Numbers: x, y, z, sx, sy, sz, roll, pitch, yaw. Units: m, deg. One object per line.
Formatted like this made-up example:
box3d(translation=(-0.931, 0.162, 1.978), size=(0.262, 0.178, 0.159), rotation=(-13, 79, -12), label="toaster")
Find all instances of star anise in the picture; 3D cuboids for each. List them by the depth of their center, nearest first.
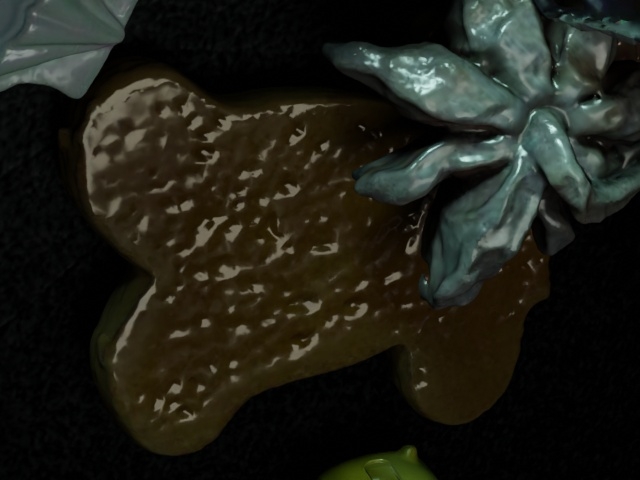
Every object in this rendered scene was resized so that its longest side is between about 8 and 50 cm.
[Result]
box3d(translation=(0.162, -0.110, 1.323), size=(0.316, 0.139, 0.359), rotation=(18, 93, -25), label="star anise")

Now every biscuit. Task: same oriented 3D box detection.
box3d(translation=(0.000, 0.000, 1.428), size=(0.394, 0.076, 0.368), rotation=(-14, 118, -18), label="biscuit")

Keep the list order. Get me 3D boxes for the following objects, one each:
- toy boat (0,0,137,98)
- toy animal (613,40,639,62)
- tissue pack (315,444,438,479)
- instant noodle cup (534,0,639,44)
box3d(translation=(-0.260, -0.191, 1.171), size=(0.290, 0.100, 0.199), rotation=(23, 108, -34), label="toy boat")
box3d(translation=(0.232, -0.148, 1.451), size=(0.150, 0.083, 0.089), rotation=(6, 129, -30), label="toy animal")
box3d(translation=(0.062, 0.263, 1.555), size=(0.123, 0.178, 0.127), rotation=(-6, 122, -21), label="tissue pack")
box3d(translation=(0.298, -0.253, 1.231), size=(0.182, 0.258, 0.302), rotation=(2, 154, -41), label="instant noodle cup")
